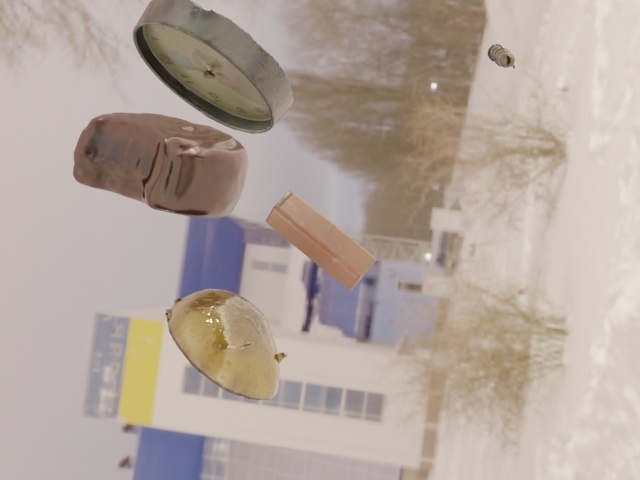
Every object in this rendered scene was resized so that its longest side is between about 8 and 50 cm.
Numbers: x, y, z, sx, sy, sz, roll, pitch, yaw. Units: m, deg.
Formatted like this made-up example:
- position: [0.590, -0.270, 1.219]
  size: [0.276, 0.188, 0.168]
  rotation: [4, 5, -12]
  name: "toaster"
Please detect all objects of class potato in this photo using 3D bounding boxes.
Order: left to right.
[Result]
- position: [-0.163, 0.180, 1.946]
  size: [0.116, 0.239, 0.299]
  rotation: [-53, 35, 12]
  name: "potato"

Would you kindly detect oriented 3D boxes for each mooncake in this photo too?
- position: [-0.321, -0.161, 2.023]
  size: [0.326, 0.334, 0.174]
  rotation: [36, 113, 61]
  name: "mooncake"

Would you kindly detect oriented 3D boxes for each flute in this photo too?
- position: [0.247, -0.252, 1.383]
  size: [0.233, 0.027, 0.027]
  rotation: [-63, -20, -75]
  name: "flute"

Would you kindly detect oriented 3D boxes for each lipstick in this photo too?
- position: [0.000, 0.000, 1.315]
  size: [0.045, 0.145, 0.045]
  rotation: [-48, -4, -38]
  name: "lipstick"

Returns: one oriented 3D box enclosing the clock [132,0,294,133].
- position: [-0.174, -0.273, 1.603]
  size: [0.055, 0.281, 0.280]
  rotation: [-58, -14, -17]
  name: "clock"
